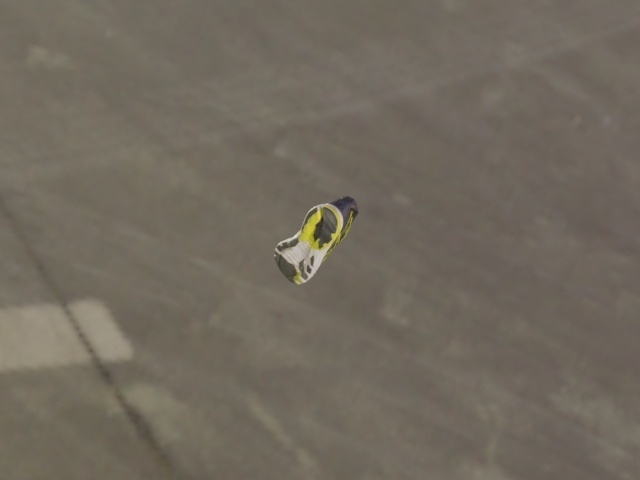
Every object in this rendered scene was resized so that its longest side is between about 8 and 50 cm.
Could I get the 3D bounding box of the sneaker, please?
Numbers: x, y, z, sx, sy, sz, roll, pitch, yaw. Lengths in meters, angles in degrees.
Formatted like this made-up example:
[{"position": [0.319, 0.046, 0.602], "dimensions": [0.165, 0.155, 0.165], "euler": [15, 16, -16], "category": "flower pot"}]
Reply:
[{"position": [0.000, 0.000, 1.250], "dimensions": [0.035, 0.083, 0.031], "euler": [-30, 80, -40], "category": "sneaker"}]
